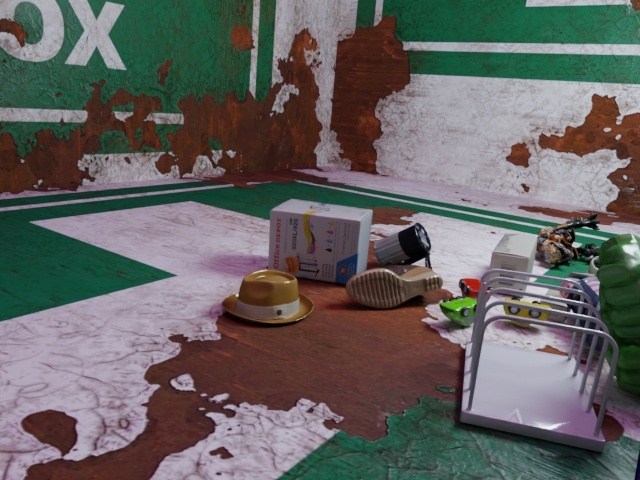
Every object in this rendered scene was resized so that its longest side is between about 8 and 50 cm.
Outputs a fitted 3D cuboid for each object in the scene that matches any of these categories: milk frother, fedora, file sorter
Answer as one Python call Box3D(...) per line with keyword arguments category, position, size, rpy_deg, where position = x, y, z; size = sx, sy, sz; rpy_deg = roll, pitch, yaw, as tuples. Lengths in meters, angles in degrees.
Box3D(category="milk frother", position=(0.231, 0.048, 1.502), size=(0.135, 0.129, 0.143), rpy_deg=(-26, 31, 30))
Box3D(category="fedora", position=(-0.107, 0.109, 1.164), size=(0.194, 0.079, 0.194), rpy_deg=(4, 14, -1))
Box3D(category="file sorter", position=(0.339, 0.167, 0.895), size=(0.193, 0.173, 0.278), rpy_deg=(9, 14, 14))

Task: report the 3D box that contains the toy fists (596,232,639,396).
Box3D(category="toy fists", position=(0.501, 0.132, 0.900), size=(0.096, 0.279, 0.142), rpy_deg=(-10, 29, 21))

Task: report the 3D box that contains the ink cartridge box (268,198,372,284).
Box3D(category="ink cartridge box", position=(0.000, 0.000, 1.441), size=(0.233, 0.171, 0.168), rpy_deg=(8, 14, 14))

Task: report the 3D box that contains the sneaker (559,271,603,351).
Box3D(category="sneaker", position=(0.555, 0.137, 1.163), size=(0.131, 0.112, 0.319), rpy_deg=(32, 17, 21))

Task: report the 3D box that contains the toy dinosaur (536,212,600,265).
Box3D(category="toy dinosaur", position=(0.773, -0.005, 1.795), size=(0.218, 0.164, 0.322), rpy_deg=(-8, 32, 17))

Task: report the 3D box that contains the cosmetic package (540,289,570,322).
Box3D(category="cosmetic package", position=(0.546, 0.149, 1.294), size=(0.060, 0.041, 0.115), rpy_deg=(12, 16, 28))

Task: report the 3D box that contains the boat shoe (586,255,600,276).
Box3D(category="boat shoe", position=(0.852, 0.085, 1.437), size=(0.302, 0.109, 0.094), rpy_deg=(-4, -28, 23))

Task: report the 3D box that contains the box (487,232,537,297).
Box3D(category="box", position=(0.521, 0.059, 1.507), size=(0.094, 0.113, 0.275), rpy_deg=(10, 14, 23))

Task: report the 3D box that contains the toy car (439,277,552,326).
Box3D(category="toy car", position=(0.344, 0.147, 1.215), size=(0.225, 0.053, 0.239), rpy_deg=(-6, 17, -35))

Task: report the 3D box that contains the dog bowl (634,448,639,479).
Box3D(category="dog bowl", position=(0.494, 0.284, 0.607), size=(0.265, 0.104, 0.265), rpy_deg=(4, 13, -1))

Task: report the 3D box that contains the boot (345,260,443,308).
Box3D(category="boot", position=(0.144, 0.100, 1.333), size=(0.249, 0.090, 0.207), rpy_deg=(-2, 4, -21))
